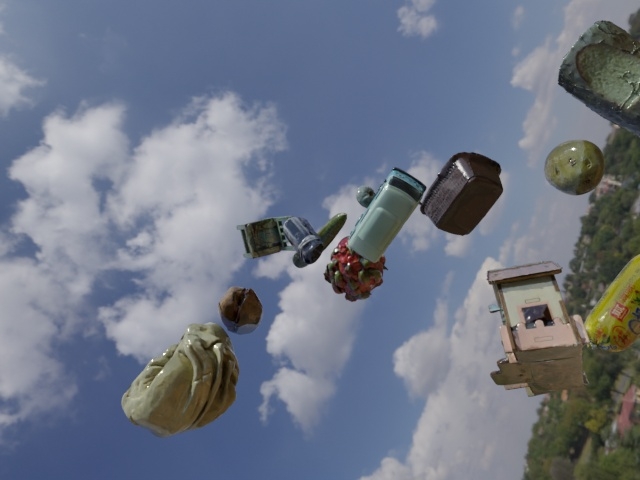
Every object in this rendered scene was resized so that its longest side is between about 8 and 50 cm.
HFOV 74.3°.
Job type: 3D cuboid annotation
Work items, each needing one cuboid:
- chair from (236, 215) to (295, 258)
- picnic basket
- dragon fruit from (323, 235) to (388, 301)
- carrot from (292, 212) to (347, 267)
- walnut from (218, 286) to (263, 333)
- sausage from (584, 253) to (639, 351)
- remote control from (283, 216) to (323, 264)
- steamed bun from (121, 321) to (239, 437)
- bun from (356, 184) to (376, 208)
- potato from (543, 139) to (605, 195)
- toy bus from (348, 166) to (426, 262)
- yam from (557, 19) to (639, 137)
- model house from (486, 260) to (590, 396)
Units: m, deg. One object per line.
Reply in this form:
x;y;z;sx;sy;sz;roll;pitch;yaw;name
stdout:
-0.206;-0.011;1.592;0.147;0.270;0.137;-16;-81;-26;chair
0.505;-0.151;1.493;0.129;0.222;0.297;-95;26;-49;picnic basket
0.146;0.121;1.754;0.237;0.231;0.303;-40;-29;-47;dragon fruit
0.000;0.000;1.549;0.074;0.074;0.358;-39;-4;-45;carrot
-0.246;0.217;1.302;0.137;0.137;0.245;-60;-14;-24;walnut
0.845;0.164;1.148;0.347;0.123;0.123;-51;-35;-3;sausage
-0.057;-0.008;1.252;0.066;0.266;0.090;28;-80;-23;remote control
-0.332;0.376;1.109;0.276;0.203;0.289;-61;-14;6;steamed bun
0.157;-0.147;1.408;0.083;0.045;0.083;13;-117;-28;bun
0.832;-0.240;1.405;0.251;0.159;0.175;-27;-47;-78;potato
0.199;-0.072;1.293;0.271;0.133;0.165;-59;-2;26;toy bus
0.629;-0.320;0.868;0.154;0.254;0.154;-38;-20;-16;yam
0.409;0.151;0.842;0.326;0.169;0.244;45;-142;-48;model house
